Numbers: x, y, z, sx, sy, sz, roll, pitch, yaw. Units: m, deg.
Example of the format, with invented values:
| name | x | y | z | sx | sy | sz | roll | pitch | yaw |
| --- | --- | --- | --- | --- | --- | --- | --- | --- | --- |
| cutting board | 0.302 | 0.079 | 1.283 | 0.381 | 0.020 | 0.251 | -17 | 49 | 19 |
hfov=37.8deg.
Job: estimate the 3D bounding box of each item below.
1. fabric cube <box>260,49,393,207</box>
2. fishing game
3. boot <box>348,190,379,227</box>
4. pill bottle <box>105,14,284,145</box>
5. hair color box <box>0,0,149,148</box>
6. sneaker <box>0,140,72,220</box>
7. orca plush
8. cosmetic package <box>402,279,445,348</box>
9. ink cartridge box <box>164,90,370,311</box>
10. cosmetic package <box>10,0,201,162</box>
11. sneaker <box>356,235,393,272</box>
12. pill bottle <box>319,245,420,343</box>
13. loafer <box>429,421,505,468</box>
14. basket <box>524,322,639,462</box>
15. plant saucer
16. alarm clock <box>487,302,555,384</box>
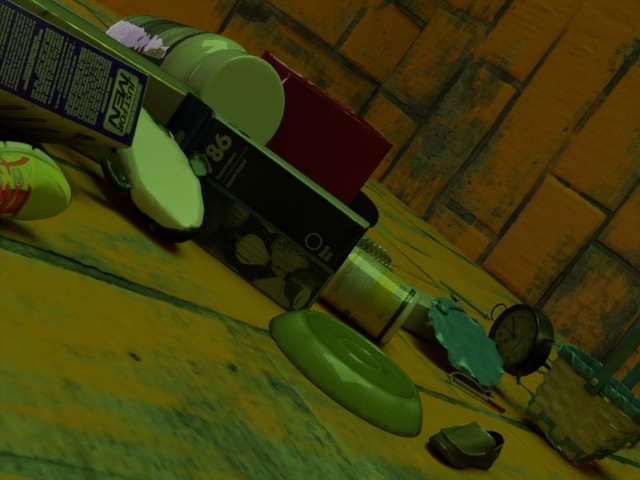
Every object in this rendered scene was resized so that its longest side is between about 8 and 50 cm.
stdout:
| name | x | y | z | sx | sy | sz | roll | pitch | yaw |
| --- | --- | --- | --- | --- | --- | --- | --- | --- | --- |
| fabric cube | -0.058 | -0.178 | 1.832 | 0.259 | 0.258 | 0.254 | 32 | 9 | -22 |
| fishing game | 0.254 | 0.185 | 1.665 | 0.189 | 0.041 | 0.264 | 34 | 31 | -24 |
| boot | 0.059 | -0.126 | 2.488 | 0.263 | 0.091 | 0.229 | 35 | 10 | 9 |
| pill bottle | -0.235 | -0.272 | 1.641 | 0.204 | 0.204 | 0.361 | 27 | 1 | -43 |
| hair color box | -0.389 | -0.210 | 1.087 | 0.185 | 0.110 | 0.339 | 7 | -11 | 36 |
| sneaker | -0.318 | -0.046 | 0.865 | 0.208 | 0.081 | 0.094 | 14 | 29 | -48 |
| orca plush | -0.259 | -0.099 | 1.271 | 0.287 | 0.102 | 0.151 | 47 | 44 | 9 |
| cosmetic package | 0.202 | 0.144 | 1.760 | 0.239 | 0.060 | 0.099 | 29 | 15 | -36 |
| ink cartridge box | -0.110 | -0.053 | 1.324 | 0.333 | 0.165 | 0.065 | 36 | 11 | 6 |
| cosmetic package | -0.343 | -0.224 | 1.361 | 0.309 | 0.160 | 0.113 | 28 | 12 | -31 |
| sneaker | 0.000 | -0.001 | 1.650 | 0.293 | 0.102 | 0.146 | 32 | 2 | -32 |
| pill bottle | 0.059 | 0.073 | 1.484 | 0.184 | 0.103 | 0.103 | 37 | 10 | 6 |
| loafer | 0.189 | 0.258 | 1.197 | 0.056 | 0.050 | 0.148 | 42 | 11 | 33 |
| basket | 0.521 | 0.252 | 1.655 | 0.201 | 0.289 | 0.255 | 40 | 12 | 30 |
| plant saucer | 0.043 | 0.160 | 1.208 | 0.241 | 0.037 | 0.241 | 34 | 9 | -6 |
| alarm clock | 0.369 | 0.178 | 1.753 | 0.064 | 0.129 | 0.192 | 26 | 19 | -30 |
